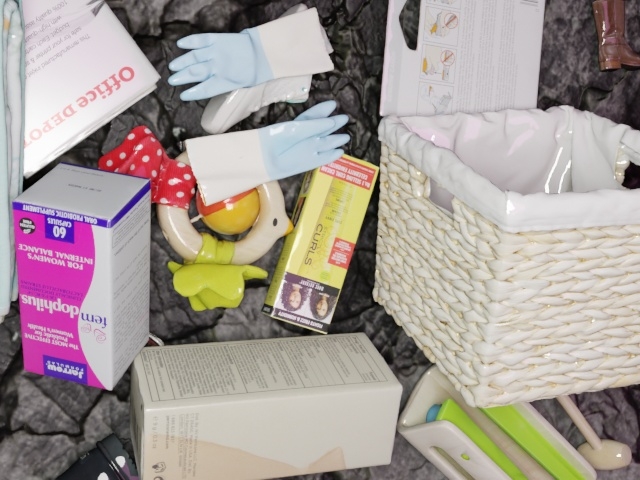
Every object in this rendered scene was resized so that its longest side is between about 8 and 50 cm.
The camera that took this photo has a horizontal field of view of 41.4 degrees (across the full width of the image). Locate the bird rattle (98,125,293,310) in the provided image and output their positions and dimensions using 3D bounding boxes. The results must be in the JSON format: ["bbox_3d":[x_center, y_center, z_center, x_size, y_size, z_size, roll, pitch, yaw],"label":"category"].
[{"bbox_3d":[-0.149,-0.039,1.064,0.207,0.143,0.253,-31,88,-27],"label":"bird rattle"}]

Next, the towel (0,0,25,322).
[{"bbox_3d":[-0.472,-0.092,0.872,0.321,0.090,0.374,5,104,-3],"label":"towel"}]

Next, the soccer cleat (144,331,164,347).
[{"bbox_3d":[-0.231,0.118,1.059,0.083,0.036,0.029,34,81,-16],"label":"soccer cleat"}]

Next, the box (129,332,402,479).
[{"bbox_3d":[-0.071,0.205,1.045,0.311,0.148,0.121,-1,113,-17],"label":"box"}]

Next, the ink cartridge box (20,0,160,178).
[{"bbox_3d":[-0.346,-0.231,0.971,0.197,0.114,0.272,-39,101,-13],"label":"ink cartridge box"}]

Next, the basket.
[{"bbox_3d":[0.270,0.001,1.051,0.332,0.328,0.266,-6,115,-20],"label":"basket"}]

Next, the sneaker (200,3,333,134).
[{"bbox_3d":[-0.061,-0.202,1.092,0.094,0.080,0.212,46,76,-26],"label":"sneaker"}]

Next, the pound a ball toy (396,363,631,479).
[{"bbox_3d":[0.274,0.289,1.201,0.319,0.136,0.208,44,53,-14],"label":"pound a ball toy"}]

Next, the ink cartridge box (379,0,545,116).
[{"bbox_3d":[0.193,-0.287,1.179,0.239,0.060,0.275,5,91,-17],"label":"ink cartridge box"}]

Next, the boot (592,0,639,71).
[{"bbox_3d":[0.462,-0.316,1.282,0.107,0.037,0.114,-6,89,-20],"label":"boot"}]

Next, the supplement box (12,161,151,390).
[{"bbox_3d":[-0.262,0.041,0.949,0.111,0.114,0.220,10,119,8],"label":"supplement box"}]

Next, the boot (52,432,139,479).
[{"bbox_3d":[-0.275,0.386,1.019,0.207,0.094,0.246,-34,95,-18],"label":"boot"}]

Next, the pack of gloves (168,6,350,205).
[{"bbox_3d":[-0.061,-0.169,1.021,0.232,0.046,0.195,-22,102,-31],"label":"pack of gloves"}]

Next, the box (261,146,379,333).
[{"bbox_3d":[0.000,0.000,1.121,0.087,0.058,0.232,20,84,-17],"label":"box"}]
